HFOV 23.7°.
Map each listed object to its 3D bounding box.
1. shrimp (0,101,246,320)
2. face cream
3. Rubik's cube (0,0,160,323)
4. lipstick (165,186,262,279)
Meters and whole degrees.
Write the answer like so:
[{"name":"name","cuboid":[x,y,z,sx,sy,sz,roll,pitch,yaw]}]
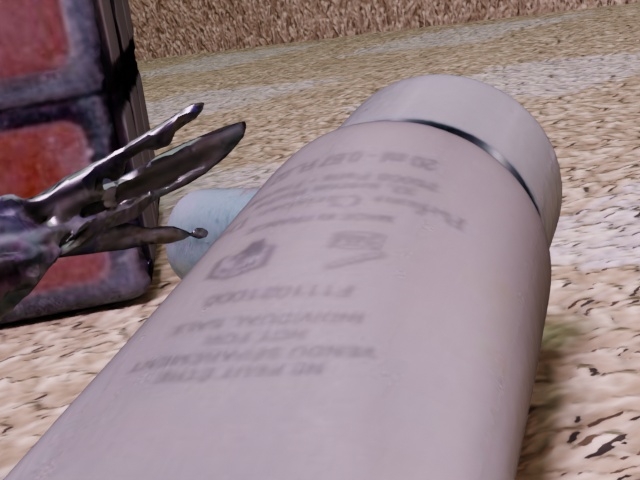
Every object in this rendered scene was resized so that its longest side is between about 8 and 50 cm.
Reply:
[{"name":"shrimp","cuboid":[-0.196,0.019,0.375,0.372,0.172,0.137,-33,29,-28]},{"name":"face cream","cuboid":[-0.002,0.037,0.382,0.143,0.089,0.314,-5,20,21]},{"name":"Rubik's cube","cuboid":[-0.256,-0.113,0.801,0.305,0.304,0.301,-9,11,-4]},{"name":"lipstick","cuboid":[0.000,0.000,0.649,0.158,0.048,0.048,1,15,45]}]
